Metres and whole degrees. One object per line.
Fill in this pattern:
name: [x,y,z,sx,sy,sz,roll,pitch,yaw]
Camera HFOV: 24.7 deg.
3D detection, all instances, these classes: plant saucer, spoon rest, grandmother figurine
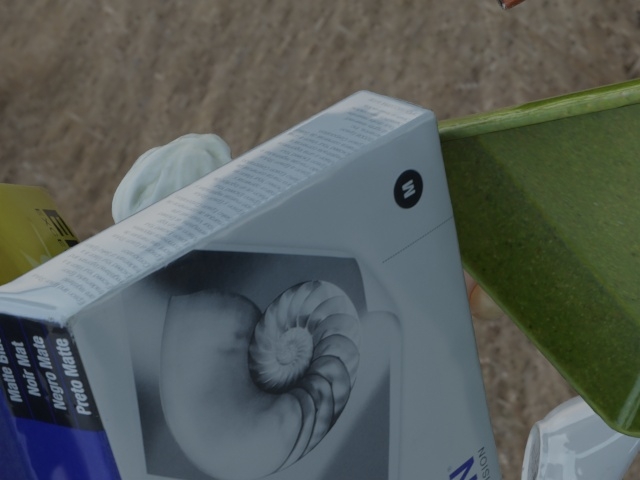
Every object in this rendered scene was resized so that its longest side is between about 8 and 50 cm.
plant saucer: [0.135,0.004,0.553,0.045,0.188,0.188,-54,23,-23]
spoon rest: [0.220,0.143,1.153,0.137,0.084,0.276,-83,2,-48]
grandmother figurine: [0.000,0.000,1.081,0.208,0.342,0.104,-21,64,44]

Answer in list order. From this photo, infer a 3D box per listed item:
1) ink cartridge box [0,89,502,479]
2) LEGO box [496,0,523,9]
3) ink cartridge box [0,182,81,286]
ink cartridge box: [-0.031,0.090,0.520,0.224,0.223,0.045,-31,32,-29]
LEGO box: [0.330,-0.432,1.551,0.372,0.193,0.500,-29,5,17]
ink cartridge box: [-0.109,0.106,0.781,0.072,0.303,0.307,-35,-4,9]
